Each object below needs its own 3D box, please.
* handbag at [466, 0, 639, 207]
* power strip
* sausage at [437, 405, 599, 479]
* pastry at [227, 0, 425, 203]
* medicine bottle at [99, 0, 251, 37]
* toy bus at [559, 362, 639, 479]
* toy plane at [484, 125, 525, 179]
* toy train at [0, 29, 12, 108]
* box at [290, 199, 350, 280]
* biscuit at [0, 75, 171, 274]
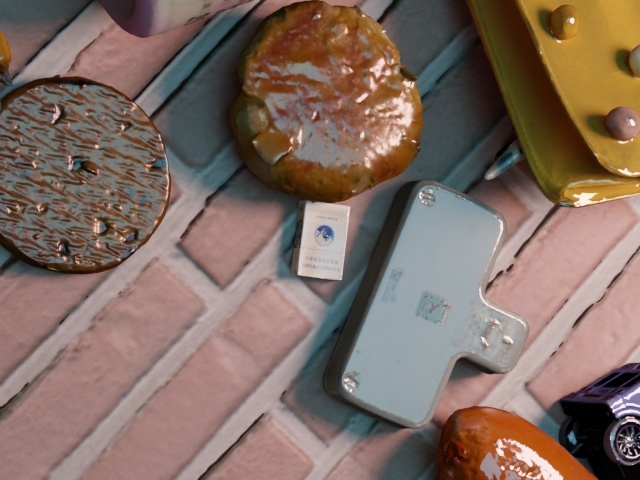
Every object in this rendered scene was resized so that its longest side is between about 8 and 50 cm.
[{"bbox_3d":[0.322,-0.247,2.002,0.283,0.133,0.401,-11,71,-31],"label":"handbag"},{"bbox_3d":[0.134,0.084,2.004,0.194,0.059,0.265,25,80,-14],"label":"power strip"},{"bbox_3d":[0.233,0.280,2.004,0.258,0.133,0.133,41,75,-14],"label":"sausage"},{"bbox_3d":[0.011,-0.144,1.943,0.229,0.100,0.218,27,75,-13],"label":"pastry"},{"bbox_3d":[-0.053,-0.365,1.863,0.388,0.219,0.219,-22,96,-21],"label":"medicine bottle"},{"bbox_3d":[0.393,0.288,2.065,0.133,0.125,0.292,-30,98,-20],"label":"toy bus"},{"bbox_3d":[0.246,-0.128,2.033,0.262,0.088,0.192,-37,99,-33],"label":"toy plane"},{"bbox_3d":[-0.480,-0.145,1.723,0.369,0.163,0.231,-19,86,-19],"label":"toy train"},{"bbox_3d":[0.000,0.000,1.975,0.054,0.024,0.083,8,86,-19],"label":"box"},{"bbox_3d":[-0.257,-0.066,1.870,0.212,0.036,0.212,1,87,-19],"label":"biscuit"}]
